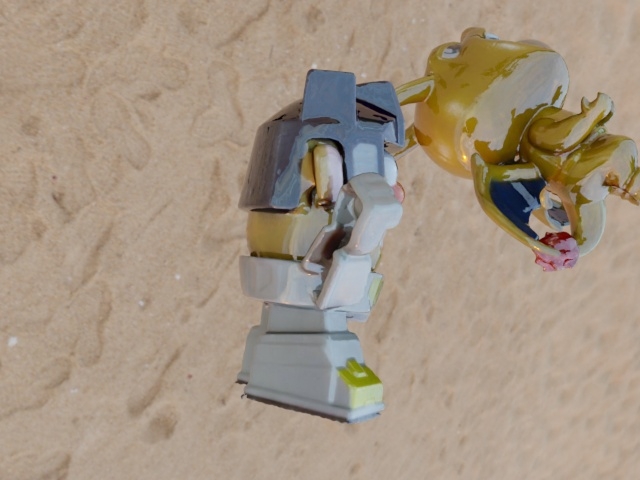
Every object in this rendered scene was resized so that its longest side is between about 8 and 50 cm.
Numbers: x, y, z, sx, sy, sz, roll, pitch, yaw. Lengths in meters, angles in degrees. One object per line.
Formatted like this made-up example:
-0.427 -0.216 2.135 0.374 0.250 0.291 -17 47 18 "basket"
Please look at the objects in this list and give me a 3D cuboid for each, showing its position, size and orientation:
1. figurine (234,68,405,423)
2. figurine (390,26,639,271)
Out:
-0.001 0.000 0.600 0.143 0.308 0.309 3 111 -30 "figurine"
0.301 -0.144 1.036 0.401 0.387 0.268 -29 147 -55 "figurine"
